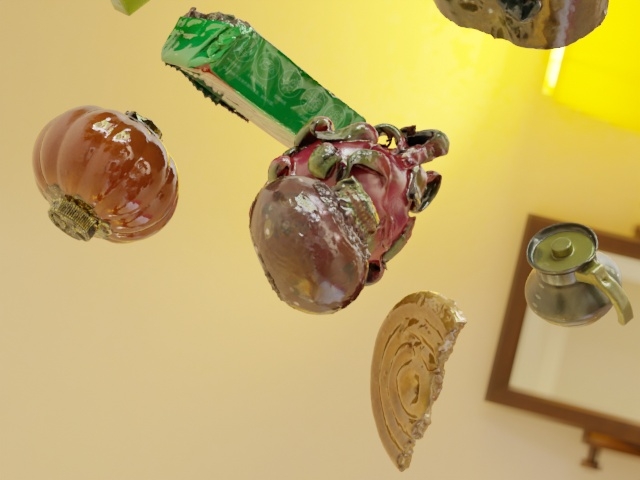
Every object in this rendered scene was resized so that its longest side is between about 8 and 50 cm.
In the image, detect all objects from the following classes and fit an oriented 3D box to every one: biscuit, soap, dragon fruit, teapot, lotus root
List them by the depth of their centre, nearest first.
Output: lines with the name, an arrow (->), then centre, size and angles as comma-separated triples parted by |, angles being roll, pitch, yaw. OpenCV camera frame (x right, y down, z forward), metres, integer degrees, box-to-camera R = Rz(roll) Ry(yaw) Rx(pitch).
biscuit -> 0.100, 0.145, 1.650 | 0.144, 0.033, 0.224 | 58, 138, 46
dragon fruit -> 0.037, -0.051, 1.803 | 0.273, 0.198, 0.218 | -14, -104, -53
lotus root -> 0.239, -0.400, 1.867 | 0.149, 0.267, 0.260 | -47, -30, -24
teapot -> 0.342, 0.053, 1.880 | 0.130, 0.166, 0.119 | -39, -49, -19
soap -> -0.074, -0.214, 2.000 | 0.218, 0.273, 0.098 | 18, 76, 56

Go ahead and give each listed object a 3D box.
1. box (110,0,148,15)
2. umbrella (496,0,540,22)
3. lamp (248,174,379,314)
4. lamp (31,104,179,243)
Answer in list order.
box -> -0.278, -0.505, 2.025 | 0.187, 0.047, 0.335 | -42, -43, -18
umbrella -> 0.120, -0.370, 1.629 | 0.143, 0.349, 0.094 | -68, -11, 23
lamp -> -0.002, -0.003, 1.501 | 0.156, 0.135, 0.157 | 58, -171, -60
lamp -> -0.305, -0.093, 2.031 | 0.196, 0.223, 0.223 | -57, -13, -24
